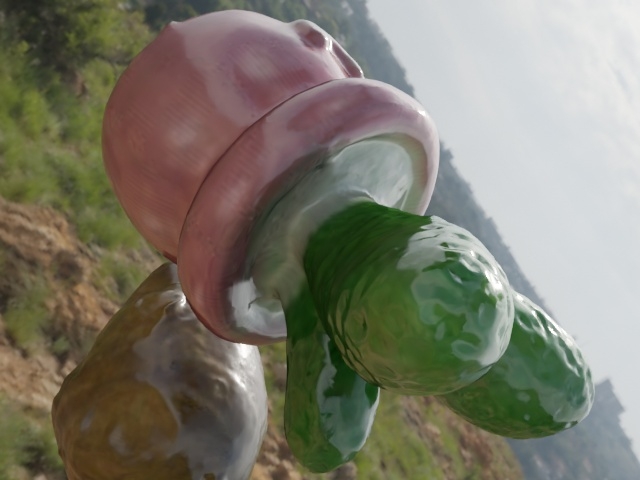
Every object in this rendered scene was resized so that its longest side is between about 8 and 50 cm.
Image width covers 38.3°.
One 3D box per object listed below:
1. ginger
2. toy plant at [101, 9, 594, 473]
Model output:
[{"bbox_3d":[-0.147,0.164,0.955,0.223,0.269,0.200,31,-21,32],"label":"ginger"},{"bbox_3d":[-0.001,-0.006,0.595,0.356,0.210,0.317,50,6,30],"label":"toy plant"}]
